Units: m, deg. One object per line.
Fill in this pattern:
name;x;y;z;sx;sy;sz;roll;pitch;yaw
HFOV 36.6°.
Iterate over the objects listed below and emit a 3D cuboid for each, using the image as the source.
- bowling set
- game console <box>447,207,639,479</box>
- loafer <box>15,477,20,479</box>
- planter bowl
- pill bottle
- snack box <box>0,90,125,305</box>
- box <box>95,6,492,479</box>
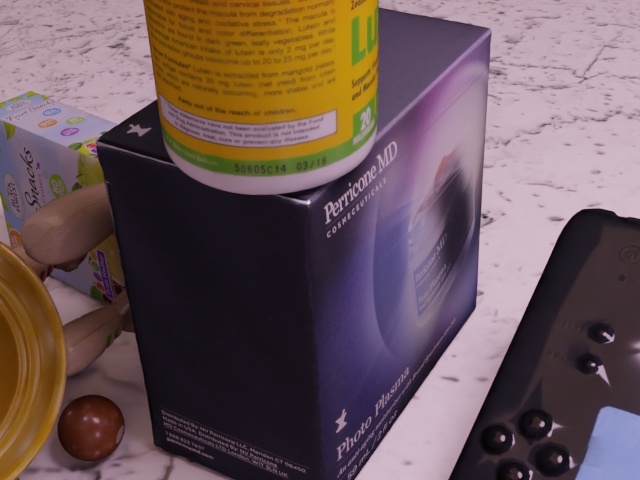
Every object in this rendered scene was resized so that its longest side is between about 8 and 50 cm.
bowling set;-0.219;0.081;0.835;0.287;0.200;0.154;-25;7;32
game console;0.294;0.153;0.626;0.387;0.060;0.342;17;66;27
loafer;-0.224;0.220;0.705;0.039;0.045;0.125;-24;42;-17
planter bowl;-0.301;0.095;0.708;0.217;0.217;0.090;-21;-2;-23
pill bottle;-0.035;-0.161;0.546;0.136;0.245;0.136;-1;37;1
snack box;-0.235;-0.036;0.961;0.207;0.174;0.070;22;39;34
box;0.000;0.000;0.782;0.183;0.294;0.296;16;40;26
